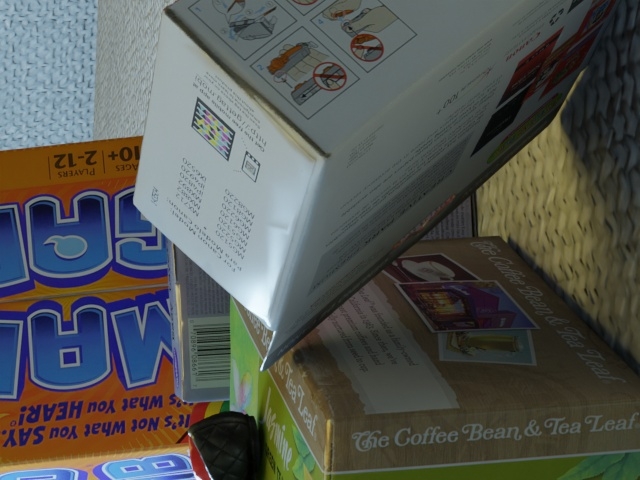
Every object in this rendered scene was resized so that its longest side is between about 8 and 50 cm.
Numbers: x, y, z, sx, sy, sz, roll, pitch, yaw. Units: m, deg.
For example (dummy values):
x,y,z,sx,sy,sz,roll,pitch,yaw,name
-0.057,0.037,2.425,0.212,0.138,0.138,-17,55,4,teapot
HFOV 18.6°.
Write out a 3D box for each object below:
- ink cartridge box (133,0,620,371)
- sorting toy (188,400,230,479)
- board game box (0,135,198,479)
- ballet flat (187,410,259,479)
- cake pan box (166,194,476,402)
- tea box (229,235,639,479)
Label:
x,y,z,sx,sy,sz,roll,pitch,yaw,name
0.042,-0.101,1.193,0.130,0.309,0.272,43,151,14,ink cartridge box
-0.049,0.257,1.915,0.257,0.089,0.255,22,-119,-71,sorting toy
-0.266,0.115,2.251,0.356,0.357,0.356,90,173,-71,board game box
-0.071,0.191,1.361,0.057,0.049,0.173,-112,22,-60,ballet flat
0.000,0.000,1.558,0.070,0.246,0.266,-179,85,-81,cake pan box
0.068,0.197,1.360,0.329,0.220,0.323,-127,37,-68,tea box
